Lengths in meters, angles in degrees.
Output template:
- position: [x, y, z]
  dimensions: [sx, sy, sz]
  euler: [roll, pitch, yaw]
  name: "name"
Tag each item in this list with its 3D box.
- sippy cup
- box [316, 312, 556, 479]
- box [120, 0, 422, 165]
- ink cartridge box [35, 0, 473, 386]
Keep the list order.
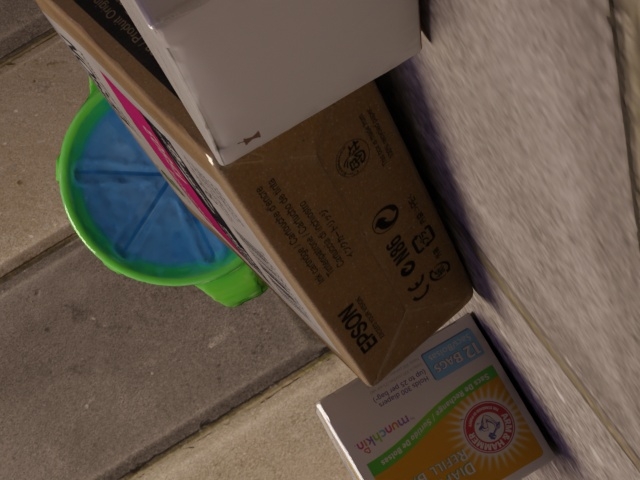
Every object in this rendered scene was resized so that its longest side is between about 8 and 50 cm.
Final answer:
- position: [-0.152, -0.090, 1.479]
  dimensions: [0.224, 0.240, 0.305]
  euler: [-91, 10, -76]
  name: "sippy cup"
- position: [0.069, 0.126, 0.900]
  dimensions: [0.103, 0.114, 0.203]
  euler: [60, 176, 7]
  name: "box"
- position: [-0.047, -0.134, 0.473]
  dimensions: [0.170, 0.091, 0.130]
  euler: [58, 176, 16]
  name: "box"
- position: [-0.034, -0.053, 0.716]
  dimensions: [0.193, 0.088, 0.235]
  euler: [42, 171, 37]
  name: "ink cartridge box"
